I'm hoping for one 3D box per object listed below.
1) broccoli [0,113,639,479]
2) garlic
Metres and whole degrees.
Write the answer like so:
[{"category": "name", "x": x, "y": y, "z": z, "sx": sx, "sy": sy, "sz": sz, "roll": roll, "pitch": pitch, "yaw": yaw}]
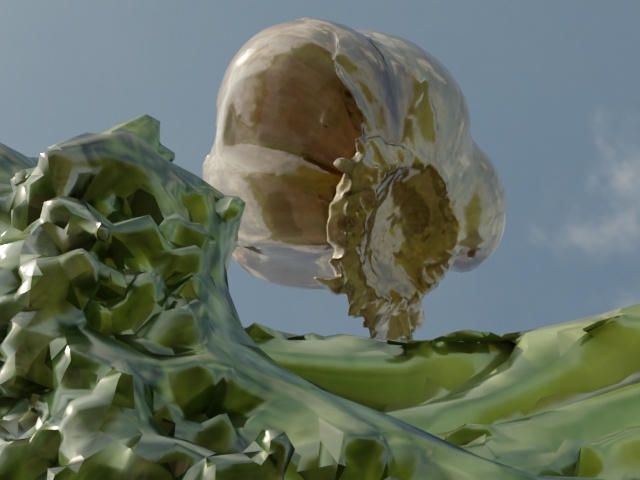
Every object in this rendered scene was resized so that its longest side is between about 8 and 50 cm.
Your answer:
[{"category": "broccoli", "x": -0.001, "y": 0.118, "z": 0.537, "sx": 0.302, "sy": 0.375, "sz": 0.249, "roll": 9, "pitch": -69, "yaw": -41}, {"category": "garlic", "x": 0.000, "y": 0.000, "z": 1.120, "sx": 0.207, "sy": 0.207, "sz": 0.257, "roll": 31, "pitch": -70, "yaw": -12}]
